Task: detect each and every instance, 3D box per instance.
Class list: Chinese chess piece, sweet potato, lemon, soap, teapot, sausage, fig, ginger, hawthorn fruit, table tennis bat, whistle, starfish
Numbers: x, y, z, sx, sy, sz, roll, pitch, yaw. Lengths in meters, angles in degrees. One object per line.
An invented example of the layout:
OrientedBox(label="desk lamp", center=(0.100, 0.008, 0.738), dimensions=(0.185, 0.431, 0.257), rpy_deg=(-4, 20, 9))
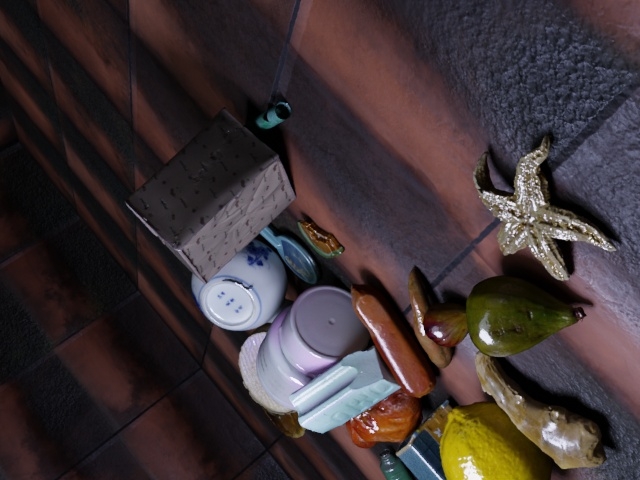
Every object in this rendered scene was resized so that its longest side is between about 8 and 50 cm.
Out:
OrientedBox(label="Chinese chess piece", center=(-0.110, 0.367, 2.216), dimensions=(0.270, 0.112, 0.270), rpy_deg=(11, 110, 31))
OrientedBox(label="sweet potato", center=(0.222, 0.176, 1.539), dimensions=(0.058, 0.078, 0.255), rpy_deg=(-11, 121, 24))
OrientedBox(label="lemon", center=(0.343, 0.431, 1.495), dimensions=(0.260, 0.204, 0.204), rpy_deg=(55, 156, 5))
OrientedBox(label="soap", center=(0.064, 0.336, 1.724), dimensions=(0.145, 0.230, 0.091), rpy_deg=(35, -157, -56))
OrientedBox(label="teapot", center=(-0.208, 0.095, 2.024), dimensions=(0.424, 0.280, 0.252), rpy_deg=(39, 119, -12))
OrientedBox(label="sausage", center=(0.159, 0.216, 1.686), dimensions=(0.300, 0.083, 0.089), rpy_deg=(58, -165, -6))
OrientedBox(label="fig", center=(0.331, 0.121, 1.238), dimensions=(0.126, 0.184, 0.133), rpy_deg=(-7, -86, -74))
OrientedBox(label="ginger", center=(0.389, 0.304, 1.392), dimensions=(0.294, 0.086, 0.131), rpy_deg=(43, 152, 31))
OrientedBox(label="hawthorn fruit", center=(0.126, 0.509, 2.104), dimensions=(0.128, 0.128, 0.128), rpy_deg=(41, 153, 26))
OrientedBox(label="table tennis bat", center=(-0.087, 0.020, 1.929), dimensions=(0.237, 0.038, 0.149), rpy_deg=(43, 159, 17))
OrientedBox(label="fig", center=(0.255, 0.147, 1.440), dimensions=(0.089, 0.089, 0.125), rpy_deg=(53, 131, 1))
OrientedBox(label="whistle", center=(-0.114, -0.252, 1.604), dimensions=(0.039, 0.039, 0.186), rpy_deg=(58, 157, -11))
OrientedBox(label="starfish", center=(0.317, -0.033, 1.115), dimensions=(0.235, 0.062, 0.277), rpy_deg=(36, 147, 22))
OrientedBox(label="hawthorn fruit", center=(0.157, 0.407, 1.833), dimensions=(0.173, 0.179, 0.173), rpy_deg=(36, 154, 21))

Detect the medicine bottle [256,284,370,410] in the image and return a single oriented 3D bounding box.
OrientedBox(label="medicine bottle", center=(-0.016, 0.263, 1.872), dimensions=(0.241, 0.241, 0.302), rpy_deg=(47, 147, 13))

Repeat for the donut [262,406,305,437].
OrientedBox(label="donut", center=(-0.118, 0.465, 2.466), dimensions=(0.330, 0.160, 0.330), rpy_deg=(30, 137, 32))

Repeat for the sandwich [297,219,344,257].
OrientedBox(label="sandwich", center=(0.001, 0.002, 1.746), dimensions=(0.135, 0.029, 0.067), rpy_deg=(37, 152, 32))

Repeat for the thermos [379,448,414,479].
OrientedBox(label="thermos", center=(0.232, 0.686, 2.219), dimensions=(0.073, 0.083, 0.188), rpy_deg=(-17, 108, 42))

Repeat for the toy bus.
OrientedBox(label="toy bus", center=(0.316, 0.517, 1.705), dimensions=(0.275, 0.167, 0.138), rpy_deg=(47, 155, 13))

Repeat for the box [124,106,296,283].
OrientedBox(label="box", center=(-0.230, -0.093, 1.667), dimensions=(0.190, 0.297, 0.225), rpy_deg=(40, 169, 20))
